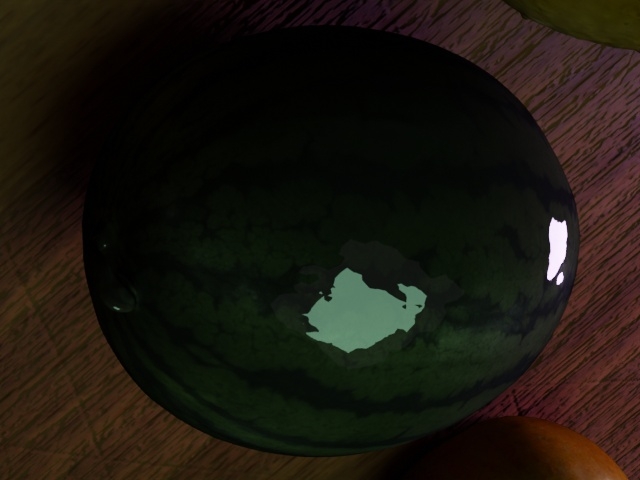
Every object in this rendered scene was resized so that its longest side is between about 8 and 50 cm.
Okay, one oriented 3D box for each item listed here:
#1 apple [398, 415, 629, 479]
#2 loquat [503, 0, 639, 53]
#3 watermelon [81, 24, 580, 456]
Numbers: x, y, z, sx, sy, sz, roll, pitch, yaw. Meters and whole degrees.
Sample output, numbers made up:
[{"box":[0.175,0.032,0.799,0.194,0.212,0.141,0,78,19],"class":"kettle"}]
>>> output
[{"box":[0.175,0.266,1.791,0.237,0.207,0.237,-11,120,-20],"class":"apple"},{"box":[0.210,-0.257,1.109,0.328,0.328,0.328,-21,142,-17],"class":"loquat"},{"box":[0.000,0.000,1.271,0.359,0.279,0.279,-2,133,-34],"class":"watermelon"}]
